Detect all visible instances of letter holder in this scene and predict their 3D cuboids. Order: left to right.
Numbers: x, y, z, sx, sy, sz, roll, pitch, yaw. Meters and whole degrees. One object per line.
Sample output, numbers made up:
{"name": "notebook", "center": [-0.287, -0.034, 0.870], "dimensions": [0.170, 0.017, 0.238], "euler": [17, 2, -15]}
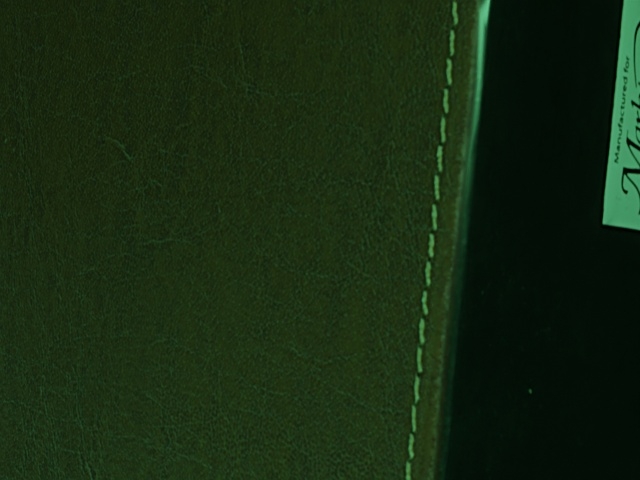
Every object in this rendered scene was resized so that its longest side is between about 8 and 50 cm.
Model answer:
{"name": "letter holder", "center": [0.000, 0.000, 0.430], "dimensions": [0.214, 0.152, 0.302], "euler": [6, 90, 41]}
